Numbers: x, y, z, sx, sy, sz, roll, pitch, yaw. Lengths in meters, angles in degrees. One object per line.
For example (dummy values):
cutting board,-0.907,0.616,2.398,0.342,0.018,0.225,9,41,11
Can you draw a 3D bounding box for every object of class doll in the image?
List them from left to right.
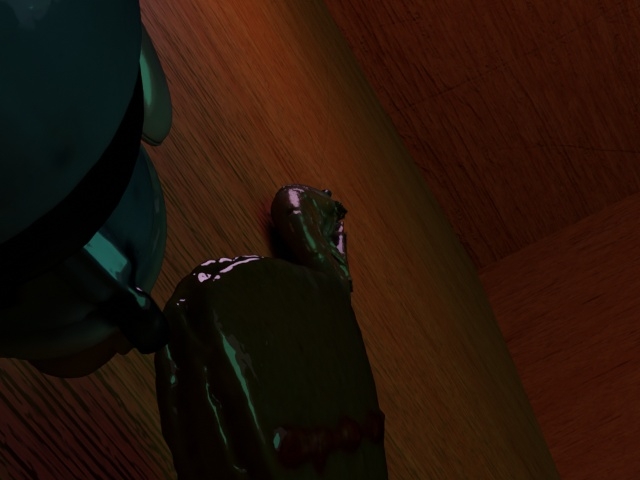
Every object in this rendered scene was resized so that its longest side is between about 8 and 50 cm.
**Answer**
doll,-0.122,-0.046,0.441,0.177,0.141,0.314,38,-15,21

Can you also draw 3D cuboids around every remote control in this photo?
remote control,-0.149,-0.162,0.952,0.229,0.044,0.073,63,11,-6

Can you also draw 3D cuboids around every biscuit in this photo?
biscuit,-0.011,0.132,0.575,0.262,0.052,0.277,34,48,-70

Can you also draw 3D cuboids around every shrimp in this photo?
shrimp,-0.002,0.001,1.336,0.217,0.051,0.115,-63,132,-81
